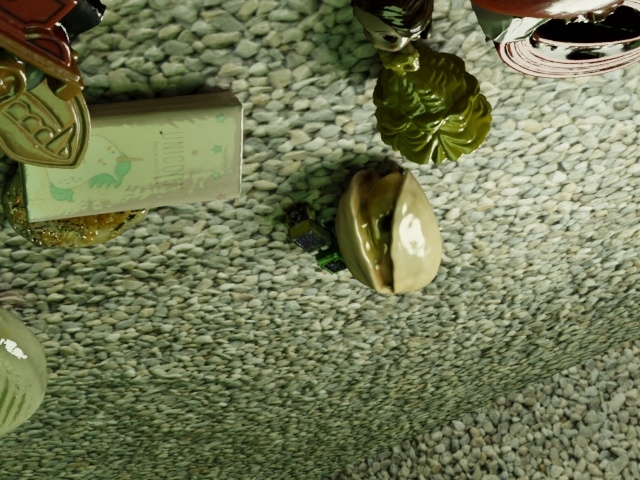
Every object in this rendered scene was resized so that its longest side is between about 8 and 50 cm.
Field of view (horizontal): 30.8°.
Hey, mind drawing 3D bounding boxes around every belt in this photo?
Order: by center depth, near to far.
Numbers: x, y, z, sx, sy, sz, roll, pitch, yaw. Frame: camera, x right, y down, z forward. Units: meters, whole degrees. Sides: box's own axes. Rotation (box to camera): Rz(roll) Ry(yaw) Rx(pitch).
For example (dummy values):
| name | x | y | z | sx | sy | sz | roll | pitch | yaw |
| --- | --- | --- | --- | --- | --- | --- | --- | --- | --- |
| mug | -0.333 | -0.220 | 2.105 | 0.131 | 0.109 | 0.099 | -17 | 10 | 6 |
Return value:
| name | x | y | z | sx | sy | sz | roll | pitch | yaw |
| --- | --- | --- | --- | --- | --- | --- | --- | --- | --- |
| belt | 0.362 | -0.340 | 1.644 | 0.324 | 0.115 | 0.227 | -1 | 148 | -29 |

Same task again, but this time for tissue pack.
| name | x | y | z | sx | sy | sz | roll | pitch | yaw |
| --- | --- | --- | --- | --- | --- | --- | --- | --- | --- |
| tissue pack | -0.280 | -0.125 | 1.720 | 0.325 | 0.071 | 0.170 | -8 | 125 | -15 |

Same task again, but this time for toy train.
| name | x | y | z | sx | sy | sz | roll | pitch | yaw |
| --- | --- | --- | --- | --- | --- | --- | --- | --- | --- |
| toy train | -0.391 | -0.298 | 1.294 | 0.231 | 0.163 | 0.369 | -35 | 148 | 19 |
| toy train | 0.000 | 0.000 | 2.147 | 0.060 | 0.081 | 0.202 | -24 | 152 | 19 |

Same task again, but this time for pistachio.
| name | x | y | z | sx | sy | sz | roll | pitch | yaw |
| --- | --- | --- | --- | --- | --- | --- | --- | --- | --- |
| pistachio | 0.126 | -0.016 | 2.092 | 0.187 | 0.187 | 0.299 | -14 | 142 | -1 |

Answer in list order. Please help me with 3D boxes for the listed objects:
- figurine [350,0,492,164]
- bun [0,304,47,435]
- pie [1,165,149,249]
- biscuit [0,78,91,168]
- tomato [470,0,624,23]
| name | x | y | z | sx | sy | sz | roll | pitch | yaw |
| --- | --- | --- | --- | --- | --- | --- | --- | --- | --- |
| figurine | 0.119 | -0.260 | 1.626 | 0.168 | 0.187 | 0.315 | -28 | 146 | 4 |
| bun | -0.674 | 0.219 | 2.078 | 0.365 | 0.219 | 0.365 | -12 | 137 | -12 |
| pie | -0.370 | -0.076 | 1.842 | 0.274 | 0.055 | 0.274 | -15 | 150 | -9 |
| biscuit | -0.394 | -0.177 | 1.579 | 0.142 | 0.029 | 0.221 | -34 | 127 | 6 |
| tomato | 0.262 | -0.402 | 1.289 | 0.321 | 0.321 | 0.321 | -12 | 153 | -6 |
